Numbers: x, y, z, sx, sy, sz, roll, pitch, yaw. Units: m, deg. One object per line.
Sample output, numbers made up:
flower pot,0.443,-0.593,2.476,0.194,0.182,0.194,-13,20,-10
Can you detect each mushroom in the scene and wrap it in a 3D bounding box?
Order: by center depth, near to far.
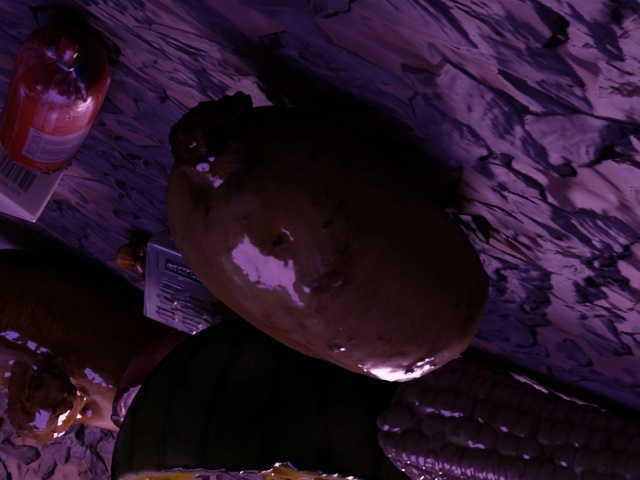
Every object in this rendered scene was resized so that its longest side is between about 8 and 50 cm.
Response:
mushroom,-0.321,0.136,2.270,0.345,0.239,0.345,47,168,13

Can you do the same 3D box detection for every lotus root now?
lotus root,0.000,0.000,1.184,0.160,0.146,0.284,-6,145,37

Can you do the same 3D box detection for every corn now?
corn,0.206,0.194,1.556,0.335,0.126,0.126,18,164,33

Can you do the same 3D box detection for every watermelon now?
watermelon,-0.038,0.161,1.761,0.331,0.189,0.331,-5,172,-1

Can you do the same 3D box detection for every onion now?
onion,-0.139,0.190,2.128,0.227,0.120,0.283,13,145,-13

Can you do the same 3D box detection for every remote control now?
remote control,-0.122,0.047,1.833,0.109,0.055,0.313,22,163,0

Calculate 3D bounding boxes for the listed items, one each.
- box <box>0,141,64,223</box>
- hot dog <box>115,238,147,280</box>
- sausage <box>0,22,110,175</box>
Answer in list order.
box,-0.421,-0.140,1.680,0.200,0.065,0.343,16,162,42
hot dog,-0.187,0.017,1.882,0.056,0.041,0.133,30,174,-3
sausage,-0.201,-0.109,1.337,0.074,0.074,0.274,30,167,-7
